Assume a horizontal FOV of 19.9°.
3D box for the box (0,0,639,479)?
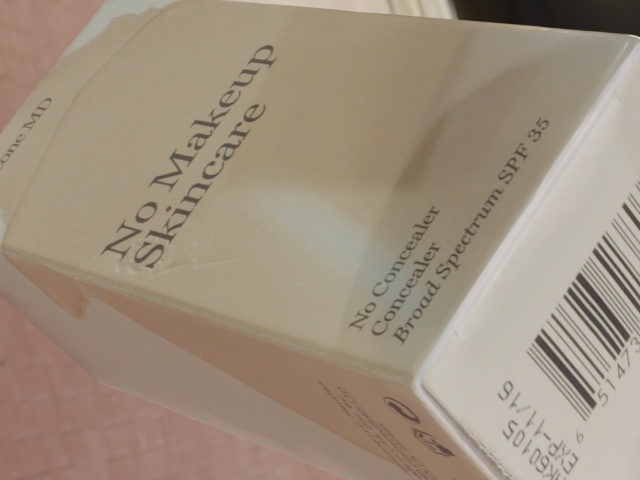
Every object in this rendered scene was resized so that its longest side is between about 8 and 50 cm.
[{"bbox_3d":[0.000,0.000,0.702,0.121,0.311,0.148,47,68,-35],"label":"box"}]
